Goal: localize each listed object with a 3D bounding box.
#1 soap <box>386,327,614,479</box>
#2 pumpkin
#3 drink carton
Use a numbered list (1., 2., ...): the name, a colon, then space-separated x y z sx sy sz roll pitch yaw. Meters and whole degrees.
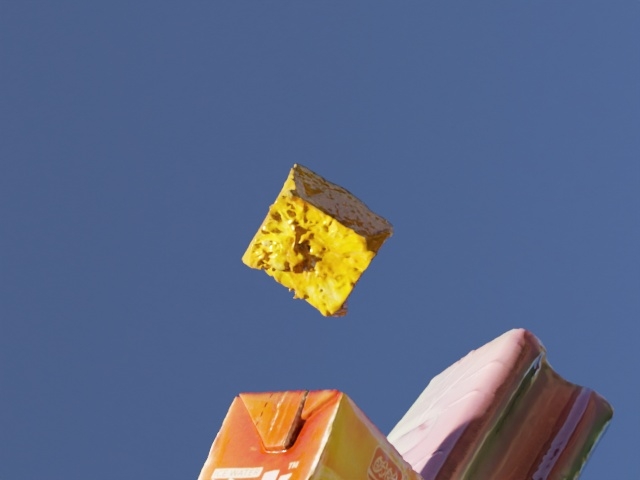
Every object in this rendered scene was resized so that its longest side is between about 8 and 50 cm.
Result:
1. soap: 0.066 0.231 1.128 0.109 0.193 0.324 40 -126 -5
2. pumpkin: 0.000 0.000 1.028 0.083 0.054 0.074 34 -60 0
3. drink carton: -0.028 0.179 0.657 0.096 0.071 0.222 51 -131 -34
